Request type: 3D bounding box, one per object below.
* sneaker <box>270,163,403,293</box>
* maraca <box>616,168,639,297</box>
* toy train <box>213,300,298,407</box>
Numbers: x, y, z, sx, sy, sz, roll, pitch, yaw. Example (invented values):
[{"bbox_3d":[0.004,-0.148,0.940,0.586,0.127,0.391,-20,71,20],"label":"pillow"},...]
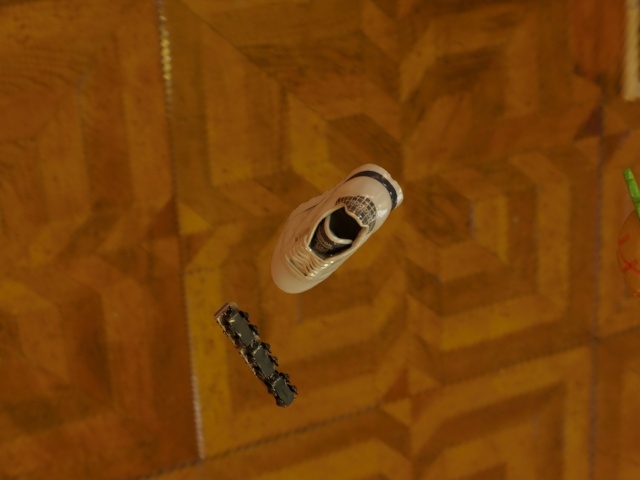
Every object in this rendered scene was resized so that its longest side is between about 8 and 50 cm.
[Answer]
[{"bbox_3d":[0.000,0.000,1.839,0.090,0.235,0.095,38,44,-5],"label":"sneaker"},{"bbox_3d":[0.390,0.005,1.796,0.099,0.127,0.185,-23,106,9],"label":"maraca"},{"bbox_3d":[-0.061,0.105,1.446,0.027,0.036,0.158,-42,139,-12],"label":"toy train"}]
